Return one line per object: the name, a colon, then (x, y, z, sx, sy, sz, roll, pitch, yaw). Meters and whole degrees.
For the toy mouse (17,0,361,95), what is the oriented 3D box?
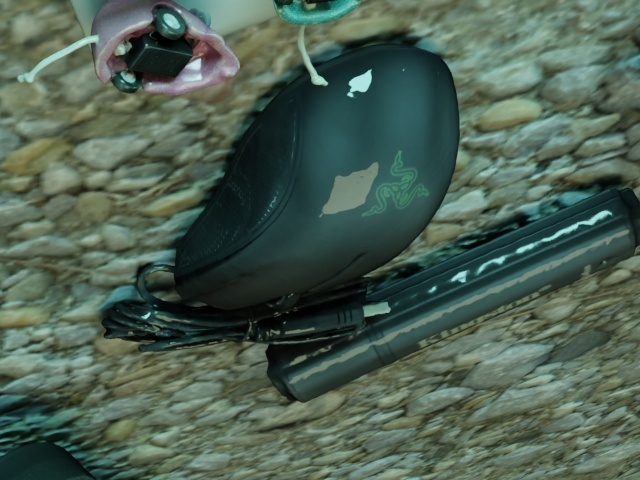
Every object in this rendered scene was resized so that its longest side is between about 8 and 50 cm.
toy mouse: (-0.034, -0.096, 0.526, 0.161, 0.031, 0.143, -32, 152, 18)

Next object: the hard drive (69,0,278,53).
hard drive: (0.037, -0.177, 0.515, 0.307, 0.040, 0.203, -21, 154, -5)

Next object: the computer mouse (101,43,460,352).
computer mouse: (0.000, 0.000, 0.781, 0.188, 0.072, 0.272, -6, 149, -29)

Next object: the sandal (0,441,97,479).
sandal: (-0.170, 0.268, 1.036, 0.167, 0.107, 0.446, -44, 160, -6)

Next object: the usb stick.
usb stick: (0.093, 0.040, 0.958, 0.278, 0.045, 0.077, -24, 153, 2)
